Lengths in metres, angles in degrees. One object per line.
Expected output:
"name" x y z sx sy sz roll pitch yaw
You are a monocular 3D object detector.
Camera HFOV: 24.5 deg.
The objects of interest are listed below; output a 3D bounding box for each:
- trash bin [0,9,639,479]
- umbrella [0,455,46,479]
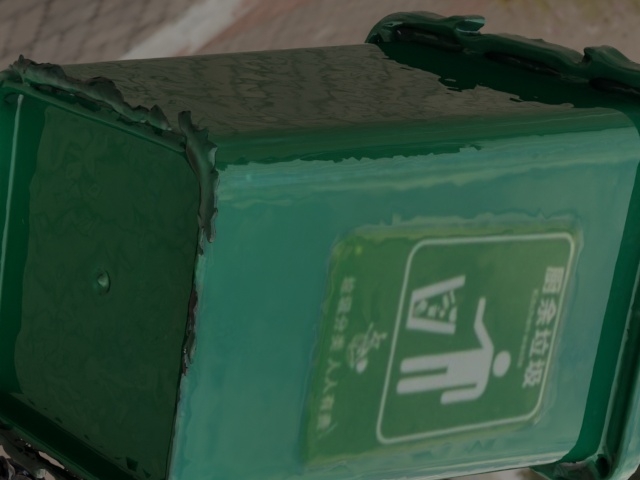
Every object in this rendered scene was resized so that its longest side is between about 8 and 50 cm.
"trash bin" 0.000 0.000 0.816 0.381 0.295 0.259 -4 109 -45
"umbrella" -0.212 0.149 0.881 0.071 0.071 0.248 -36 157 -2
